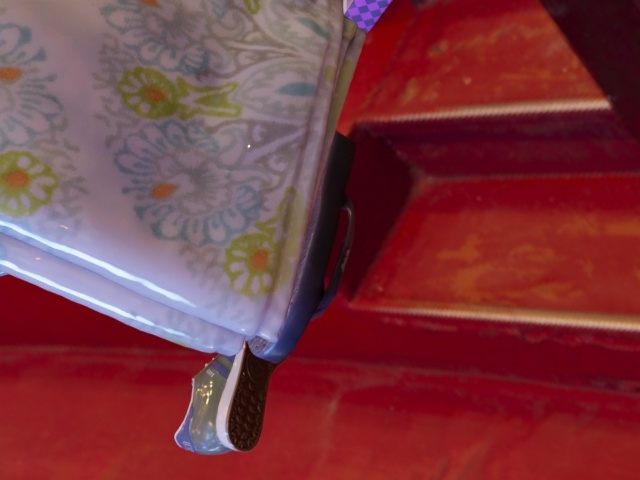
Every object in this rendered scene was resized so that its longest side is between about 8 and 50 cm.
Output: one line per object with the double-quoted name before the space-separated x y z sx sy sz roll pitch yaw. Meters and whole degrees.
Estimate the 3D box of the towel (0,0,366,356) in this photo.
"towel" -0.159 -0.124 0.797 0.090 0.374 0.320 -47 23 50

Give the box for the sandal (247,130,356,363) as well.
"sandal" 0.001 -0.001 0.984 0.097 0.054 0.254 -45 19 41

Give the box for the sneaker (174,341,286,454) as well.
"sneaker" -0.088 0.126 1.147 0.086 0.064 0.192 -18 38 33

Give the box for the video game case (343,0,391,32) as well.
"video game case" 0.083 -0.348 1.156 0.232 0.041 0.210 135 146 -63

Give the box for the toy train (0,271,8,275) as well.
"toy train" -0.273 -0.096 1.119 0.190 0.142 0.334 -34 29 -2
